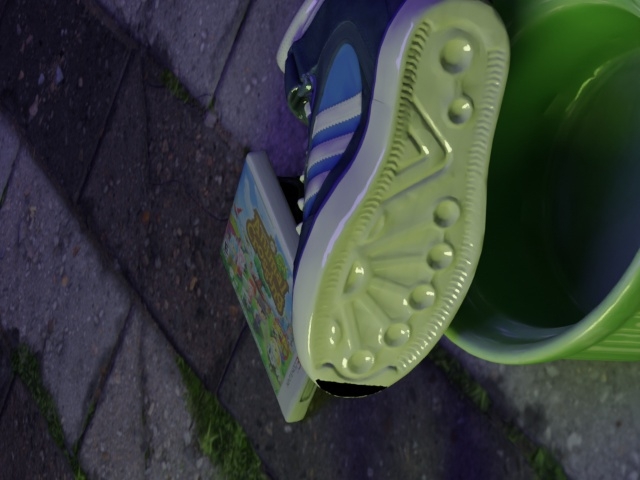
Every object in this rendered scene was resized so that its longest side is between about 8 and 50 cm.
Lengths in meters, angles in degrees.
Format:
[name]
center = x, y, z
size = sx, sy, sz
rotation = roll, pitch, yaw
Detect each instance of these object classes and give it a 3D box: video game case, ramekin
[video game case]
center = -0.045, 0.049, 1.490
size = 0.193, 0.023, 0.212
rotation = 111, 141, -57
[ramekin]
center = 0.207, -0.050, 1.128
size = 0.303, 0.148, 0.303
rotation = -21, 64, 52

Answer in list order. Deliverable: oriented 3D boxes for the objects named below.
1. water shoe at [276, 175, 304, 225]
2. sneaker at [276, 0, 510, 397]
[water shoe]
center = 0.000, 0.000, 1.482
size = 0.203, 0.080, 0.073
rotation = 45, 119, 51
[sneaker]
center = 0.032, -0.067, 1.163
size = 0.236, 0.130, 0.322
rotation = -134, 55, -62
